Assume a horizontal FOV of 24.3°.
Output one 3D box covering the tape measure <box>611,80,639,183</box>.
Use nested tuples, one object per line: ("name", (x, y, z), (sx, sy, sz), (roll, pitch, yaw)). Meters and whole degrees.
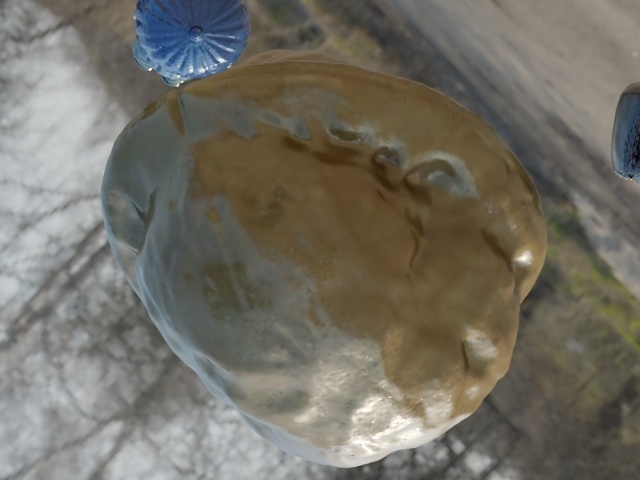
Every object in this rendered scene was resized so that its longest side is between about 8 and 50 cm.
("tape measure", (0.394, -0.095, 1.462), (0.223, 0.135, 0.202), (4, -174, -24))

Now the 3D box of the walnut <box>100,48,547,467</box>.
("walnut", (0.008, 0.012, 1.305), (0.383, 0.383, 0.383), (45, -179, -1))

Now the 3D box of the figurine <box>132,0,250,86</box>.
("figurine", (-0.096, -0.143, 1.001), (0.086, 0.087, 0.149), (37, 161, -10))
